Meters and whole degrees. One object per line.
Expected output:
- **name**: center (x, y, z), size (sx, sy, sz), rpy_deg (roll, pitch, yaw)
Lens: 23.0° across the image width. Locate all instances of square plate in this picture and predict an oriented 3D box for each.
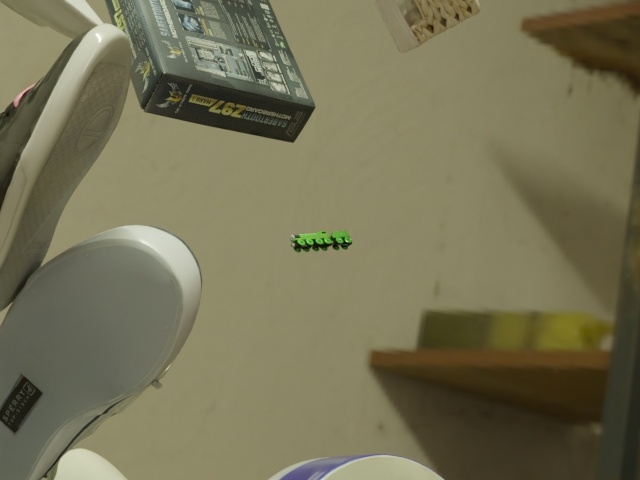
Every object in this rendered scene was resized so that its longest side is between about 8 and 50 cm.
- **square plate**: center (-0.401, -0.340, 1.648), size (0.347, 0.049, 0.344), rpy_deg (34, 8, -33)

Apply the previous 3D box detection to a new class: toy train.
- **toy train**: center (0.000, 0.000, 1.838), size (0.083, 0.023, 0.017), rpy_deg (-3, -43, -34)

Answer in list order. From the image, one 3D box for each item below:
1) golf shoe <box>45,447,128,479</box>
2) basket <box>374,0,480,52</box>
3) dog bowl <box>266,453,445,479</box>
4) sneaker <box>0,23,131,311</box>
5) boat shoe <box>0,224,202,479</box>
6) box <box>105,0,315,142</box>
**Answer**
- **golf shoe**: center (-0.156, 0.270, 1.462), size (0.105, 0.120, 0.273), rpy_deg (9, 28, -49)
- **basket**: center (0.106, -0.310, 1.749), size (0.103, 0.167, 0.113), rpy_deg (-21, -49, 13)
- **dog bowl**: center (0.037, 0.341, 1.534), size (0.265, 0.264, 0.104), rpy_deg (18, -21, -31)
- **sneaker**: center (-0.255, -0.079, 1.213), size (0.147, 0.104, 0.295), rpy_deg (41, -53, 9)
- **boat shoe**: center (-0.189, 0.093, 1.358), size (0.136, 0.156, 0.367), rpy_deg (43, -53, 4)
- **box**: center (-0.124, -0.212, 1.678), size (0.183, 0.232, 0.059), rpy_deg (10, -51, -33)
